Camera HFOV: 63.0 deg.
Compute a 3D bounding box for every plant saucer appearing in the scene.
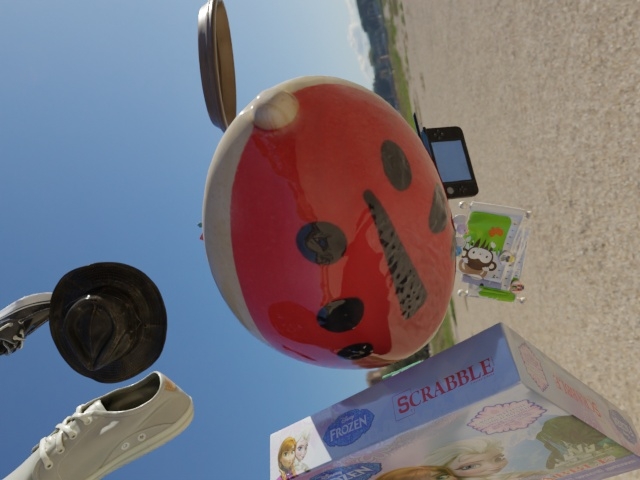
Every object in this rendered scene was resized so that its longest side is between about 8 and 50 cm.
[{"bbox_3d":[-0.211,-0.357,1.082,0.278,0.041,0.278,176,90,-88],"label":"plant saucer"}]

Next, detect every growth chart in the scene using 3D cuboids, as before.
[{"bbox_3d":[0.362,0.028,1.113,0.021,0.171,0.238,-67,-24,-63],"label":"growth chart"}]

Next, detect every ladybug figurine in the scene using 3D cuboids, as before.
[{"bbox_3d":[0.041,0.013,0.612,0.161,0.305,0.449,34,167,39],"label":"ladybug figurine"}]

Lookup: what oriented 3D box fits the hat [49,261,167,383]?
[{"bbox_3d":[-0.540,0.225,1.292,0.134,0.330,0.332,-107,4,-76],"label":"hat"}]

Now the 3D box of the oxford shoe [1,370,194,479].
[{"bbox_3d":[-0.458,0.387,0.976,0.169,0.449,0.130,12,125,56],"label":"oxford shoe"}]

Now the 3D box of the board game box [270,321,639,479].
[{"bbox_3d":[0.162,0.246,0.613,0.318,0.318,0.066,33,-145,-33],"label":"board game box"}]

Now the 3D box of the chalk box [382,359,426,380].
[{"bbox_3d":[0.245,0.359,1.222,0.212,0.132,0.132,6,-122,-42],"label":"chalk box"}]

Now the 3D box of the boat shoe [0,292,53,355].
[{"bbox_3d":[-0.777,0.235,1.291,0.301,0.102,0.108,-28,-30,-39],"label":"boat shoe"}]

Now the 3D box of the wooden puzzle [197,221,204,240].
[{"bbox_3d":[-0.213,-0.013,1.062,0.049,0.083,0.006,-59,18,24],"label":"wooden puzzle"}]

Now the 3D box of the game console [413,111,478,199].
[{"bbox_3d":[0.191,-0.129,0.793,0.071,0.107,0.122,121,141,-71],"label":"game console"}]
